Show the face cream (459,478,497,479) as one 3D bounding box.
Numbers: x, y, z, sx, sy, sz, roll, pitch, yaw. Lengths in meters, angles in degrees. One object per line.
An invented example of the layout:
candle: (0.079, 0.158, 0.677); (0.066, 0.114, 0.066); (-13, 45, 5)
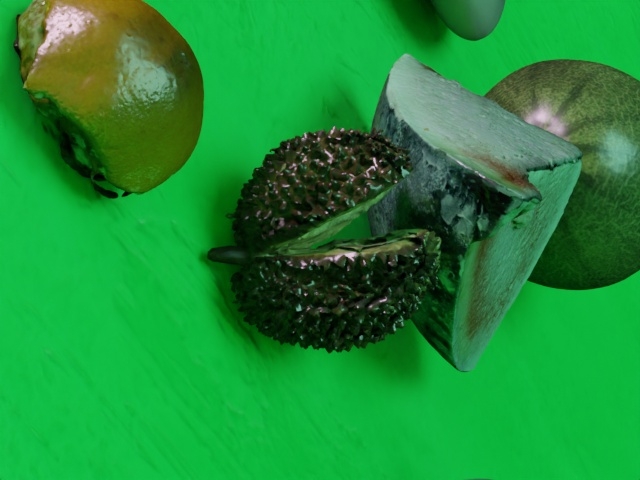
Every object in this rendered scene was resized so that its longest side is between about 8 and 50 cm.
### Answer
face cream: (0.133, 0.275, 1.607); (0.117, 0.117, 0.104); (32, 42, -50)

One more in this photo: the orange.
orange: (-0.147, -0.116, 1.339); (0.170, 0.112, 0.160); (11, 66, -70)

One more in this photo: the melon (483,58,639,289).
melon: (0.256, -0.069, 1.852); (0.302, 0.238, 0.237); (23, 55, -73)

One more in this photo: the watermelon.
watermelon: (0.153, -0.011, 1.648); (0.320, 0.214, 0.289); (-138, -143, -65)

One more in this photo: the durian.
durian: (0.000, 0.000, 1.484); (0.196, 0.167, 0.196); (5, 68, -12)

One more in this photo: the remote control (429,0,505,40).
remote control: (0.133, -0.373, 1.918); (0.221, 0.104, 0.332); (47, 30, -79)
